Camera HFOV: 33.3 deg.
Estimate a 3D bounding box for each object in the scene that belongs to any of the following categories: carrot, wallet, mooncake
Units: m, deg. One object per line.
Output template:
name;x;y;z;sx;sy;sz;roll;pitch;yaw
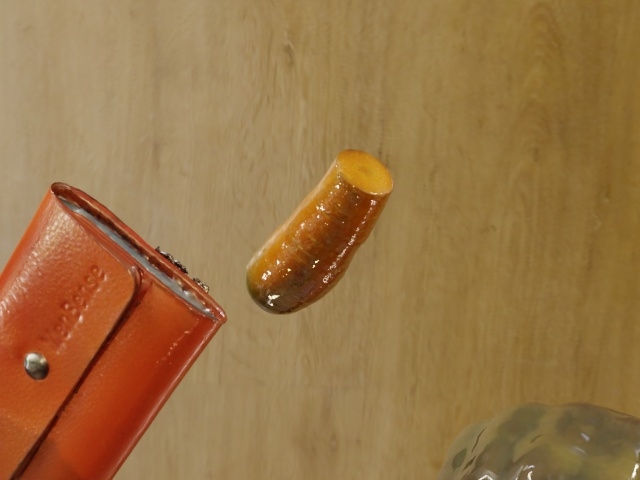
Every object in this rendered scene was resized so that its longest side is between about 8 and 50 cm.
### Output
carrot;0.000;0.000;1.046;0.087;0.087;0.193;37;126;-11
wallet;-0.169;0.082;0.705;0.142;0.045;0.204;39;111;8
mooncake;0.215;0.270;0.897;0.290;0.161;0.290;18;128;24
